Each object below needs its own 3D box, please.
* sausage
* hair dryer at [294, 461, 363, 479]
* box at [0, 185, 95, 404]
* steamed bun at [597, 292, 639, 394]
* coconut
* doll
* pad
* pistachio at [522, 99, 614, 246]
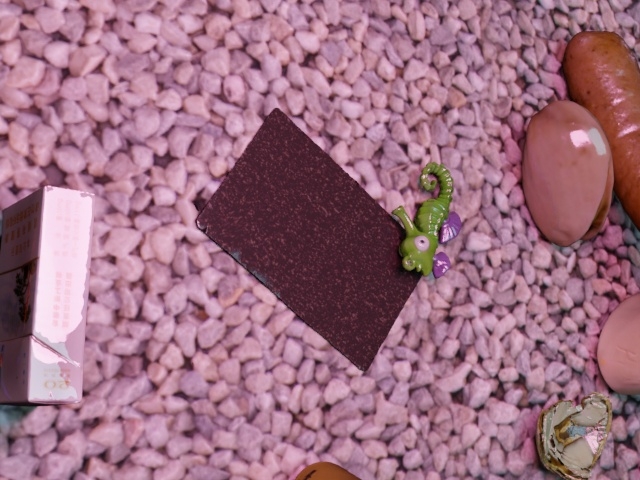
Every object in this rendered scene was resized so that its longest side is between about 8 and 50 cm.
[{"bbox_3d":[0.517,-0.119,1.784,0.123,0.136,0.500,-7,65,-35],"label":"sausage"},{"bbox_3d":[-0.051,0.394,1.406,0.279,0.135,0.090,-41,105,-14],"label":"hair dryer"},{"bbox_3d":[-0.312,0.068,1.262,0.067,0.149,0.233,7,77,-29],"label":"box"},{"bbox_3d":[0.575,0.149,1.791,0.250,0.200,0.154,-18,91,-37],"label":"steamed bun"},{"bbox_3d":[0.381,0.303,1.724,0.158,0.055,0.133,-2,84,-32],"label":"coconut"},{"bbox_3d":[0.156,-0.030,1.641,0.115,0.050,0.190,43,53,-27],"label":"doll"},{"bbox_3d":[0.000,0.000,1.562,0.330,0.004,0.220,43,61,-20],"label":"pad"},{"bbox_3d":[0.387,-0.105,1.756,0.138,0.153,0.237,-19,119,-24],"label":"pistachio"}]
